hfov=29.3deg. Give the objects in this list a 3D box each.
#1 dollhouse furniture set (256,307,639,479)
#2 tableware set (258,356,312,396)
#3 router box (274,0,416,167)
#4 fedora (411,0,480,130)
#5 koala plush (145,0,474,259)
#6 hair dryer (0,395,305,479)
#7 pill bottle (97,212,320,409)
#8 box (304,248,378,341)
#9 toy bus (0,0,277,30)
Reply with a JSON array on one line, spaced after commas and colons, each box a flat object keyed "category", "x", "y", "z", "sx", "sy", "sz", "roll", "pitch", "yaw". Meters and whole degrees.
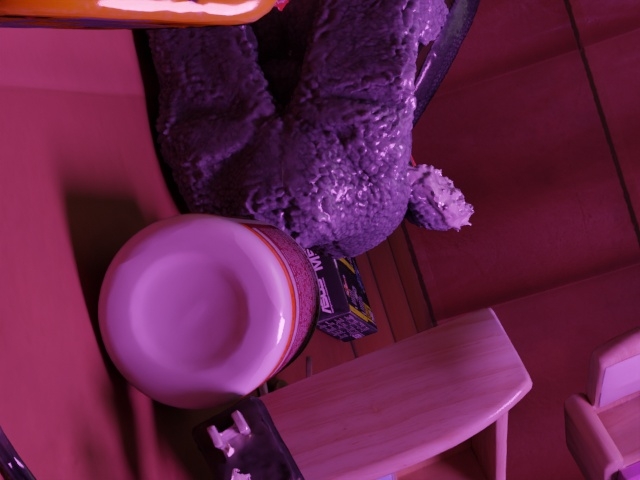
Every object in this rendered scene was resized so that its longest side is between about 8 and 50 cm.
[{"category": "dollhouse furniture set", "x": 0.126, "y": 0.205, "z": 0.570, "sx": 0.198, "sy": 0.286, "sz": 0.303, "roll": 79, "pitch": -12, "yaw": -55}, {"category": "tableware set", "x": 0.006, "y": 0.178, "z": 0.816, "sx": 0.128, "sy": 0.039, "sz": 0.194, "roll": 61, "pitch": 13, "yaw": -57}, {"category": "router box", "x": -0.043, "y": -0.233, "z": 1.043, "sx": 0.301, "sy": 0.082, "sz": 0.335, "roll": 59, "pitch": 8, "yaw": -51}, {"category": "fedora", "x": 0.041, "y": -0.198, "z": 1.331, "sx": 0.152, "sy": 0.334, "sz": 0.334, "roll": 30, "pitch": 15, "yaw": -6}, {"category": "koala plush", "x": 0.000, "y": -0.056, "z": 0.826, "sx": 0.221, "sy": 0.196, "sz": 0.203, "roll": 60, "pitch": 26, "yaw": -62}, {"category": "hair dryer", "x": -0.040, "y": 0.194, "z": 0.413, "sx": 0.223, "sy": 0.080, "sz": 0.293, "roll": 9, "pitch": 56, "yaw": -66}, {"category": "pill bottle", "x": -0.046, "y": 0.031, "z": 0.592, "sx": 0.152, "sy": 0.086, "sz": 0.086, "roll": 0, "pitch": 73, "yaw": -82}, {"category": "box", "x": 0.000, "y": 0.000, "z": 1.182, "sx": 0.191, "sy": 0.045, "sz": 0.184, "roll": 42, "pitch": 32, "yaw": -77}, {"category": "toy bus", "x": -0.071, "y": -0.241, "z": 0.421, "sx": 0.108, "sy": 0.130, "sz": 0.332, "roll": 11, "pitch": -78, "yaw": 54}]
